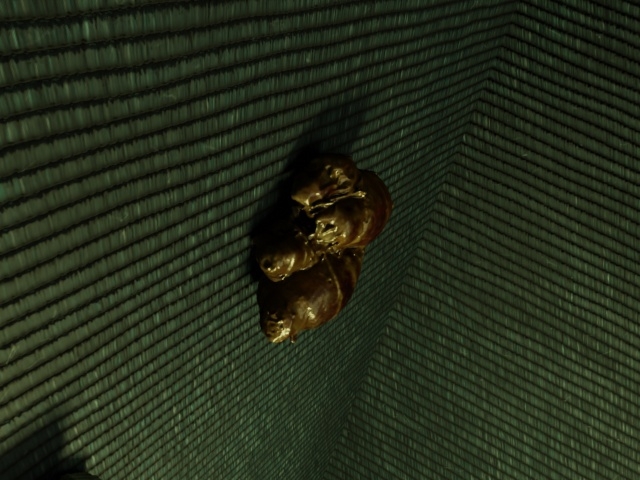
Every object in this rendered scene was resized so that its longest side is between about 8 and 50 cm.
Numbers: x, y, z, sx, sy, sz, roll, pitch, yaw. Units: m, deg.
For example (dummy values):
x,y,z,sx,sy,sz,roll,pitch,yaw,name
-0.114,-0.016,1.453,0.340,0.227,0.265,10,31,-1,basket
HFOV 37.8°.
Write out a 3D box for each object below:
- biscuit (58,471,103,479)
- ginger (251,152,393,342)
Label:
x,y,z,sx,sy,sz,roll,pitch,yaw,name
-0.383,0.442,1.327,0.250,0.046,0.147,-61,161,-3,biscuit
-0.003,0.011,1.591,0.357,0.152,0.274,-62,163,-6,ginger
